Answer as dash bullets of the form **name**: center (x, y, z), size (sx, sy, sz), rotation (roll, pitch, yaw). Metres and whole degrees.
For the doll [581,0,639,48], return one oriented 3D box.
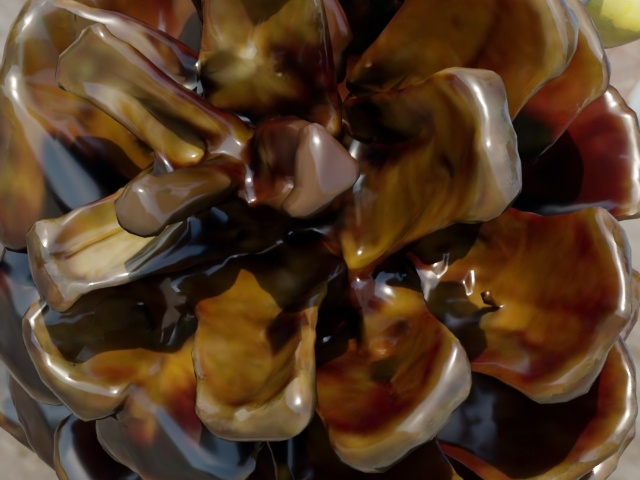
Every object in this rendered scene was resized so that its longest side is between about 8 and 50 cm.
- **doll**: center (0.022, -0.164, 0.598), size (0.141, 0.117, 0.296), rotation (-2, -38, 45)

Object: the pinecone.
- **pinecone**: center (0.000, 0.000, 0.491), size (0.244, 0.244, 0.309), rotation (36, -13, 7)
